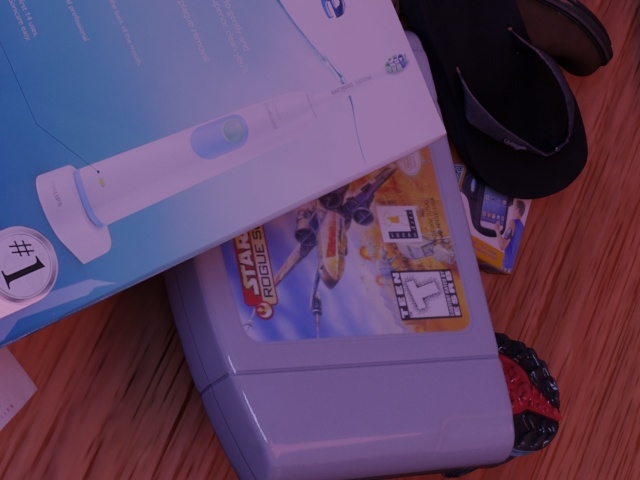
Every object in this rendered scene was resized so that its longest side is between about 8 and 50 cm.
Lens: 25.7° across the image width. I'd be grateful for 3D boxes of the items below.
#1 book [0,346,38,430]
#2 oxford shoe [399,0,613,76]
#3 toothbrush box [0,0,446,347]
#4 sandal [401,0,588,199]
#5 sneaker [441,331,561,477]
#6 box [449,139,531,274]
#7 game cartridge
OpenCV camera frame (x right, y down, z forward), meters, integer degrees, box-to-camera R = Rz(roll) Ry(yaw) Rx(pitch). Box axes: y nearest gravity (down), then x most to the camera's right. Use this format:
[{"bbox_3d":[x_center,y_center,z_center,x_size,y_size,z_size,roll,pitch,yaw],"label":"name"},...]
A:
[{"bbox_3d":[-0.230,0.060,0.765,0.096,0.035,0.144,-48,119,-31],"label":"book"},{"bbox_3d":[0.135,-0.161,1.055,0.227,0.083,0.096,20,101,-42],"label":"oxford shoe"},{"bbox_3d":[-0.110,-0.090,0.705,0.295,0.126,0.216,-27,96,-34],"label":"toothbrush box"},{"bbox_3d":[0.129,-0.108,0.986,0.097,0.054,0.254,-47,135,-7],"label":"sandal"},{"bbox_3d":[0.025,0.090,0.942,0.262,0.125,0.104,32,48,-12],"label":"sneaker"},{"bbox_3d":[0.131,-0.050,1.080,0.081,0.028,0.136,26,77,-39],"label":"box"},{"bbox_3d":[0.000,0.000,0.858,0.198,0.062,0.297,0,68,-34],"label":"game cartridge"}]
